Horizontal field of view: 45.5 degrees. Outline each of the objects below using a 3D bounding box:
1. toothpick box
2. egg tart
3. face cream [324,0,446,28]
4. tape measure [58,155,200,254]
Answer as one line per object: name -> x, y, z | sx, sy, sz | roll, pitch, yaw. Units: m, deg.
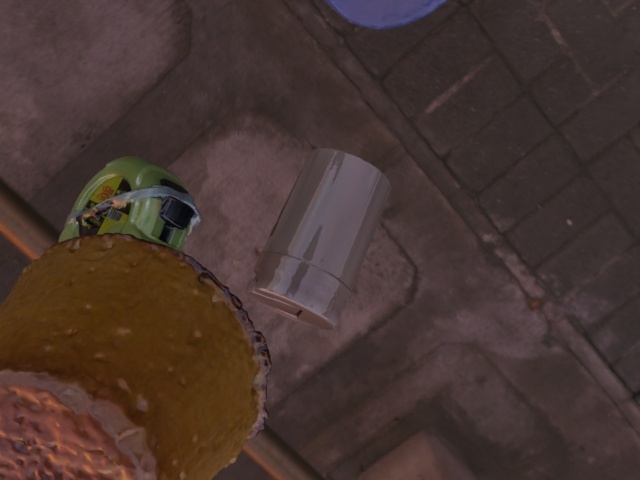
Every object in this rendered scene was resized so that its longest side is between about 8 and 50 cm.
toothpick box -> 0.000, 0.000, 0.862 | 0.111, 0.111, 0.181 | 28, 74, -15
egg tart -> -0.149, 0.115, 0.521 | 0.215, 0.171, 0.215 | 4, 112, 9
face cream -> 0.053, -0.414, 0.903 | 0.249, 0.225, 0.249 | -20, 140, -18
tape measure -> -0.226, -0.010, 0.905 | 0.106, 0.200, 0.175 | 32, 75, -44
